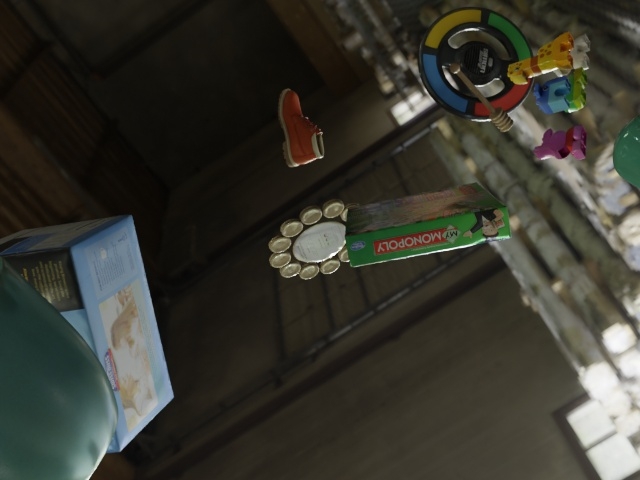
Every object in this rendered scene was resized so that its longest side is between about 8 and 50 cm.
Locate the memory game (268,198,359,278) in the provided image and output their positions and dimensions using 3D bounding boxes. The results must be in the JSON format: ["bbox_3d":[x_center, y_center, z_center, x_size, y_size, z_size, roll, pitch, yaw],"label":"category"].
[{"bbox_3d":[0.000,0.000,1.612,0.186,0.186,0.012,45,-165,-52],"label":"memory game"}]

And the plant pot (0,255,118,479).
[{"bbox_3d":[-0.389,0.204,1.167,0.235,0.293,0.293,43,-167,-23],"label":"plant pot"}]

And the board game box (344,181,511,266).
[{"bbox_3d":[0.144,-0.029,1.397,0.317,0.213,0.046,-73,-27,-81],"label":"board game box"}]

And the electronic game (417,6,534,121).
[{"bbox_3d":[0.297,-0.336,1.841,0.229,0.229,0.048,57,166,6],"label":"electronic game"}]

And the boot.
[{"bbox_3d":[-0.036,-0.233,1.957,0.059,0.084,0.158,-15,-85,-60],"label":"boot"}]

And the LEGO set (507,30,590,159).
[{"bbox_3d":[0.318,-0.216,1.368,0.087,0.093,0.227,46,-136,-37],"label":"LEGO set"}]

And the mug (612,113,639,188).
[{"bbox_3d":[0.559,-0.148,1.630,0.097,0.129,0.157,39,-174,35],"label":"mug"}]

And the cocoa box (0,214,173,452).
[{"bbox_3d":[-0.418,0.156,1.610,0.231,0.227,0.347,-45,-54,-70],"label":"cocoa box"}]

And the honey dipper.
[{"bbox_3d":[0.281,-0.254,1.714,0.160,0.030,0.030,41,-166,-23],"label":"honey dipper"}]
